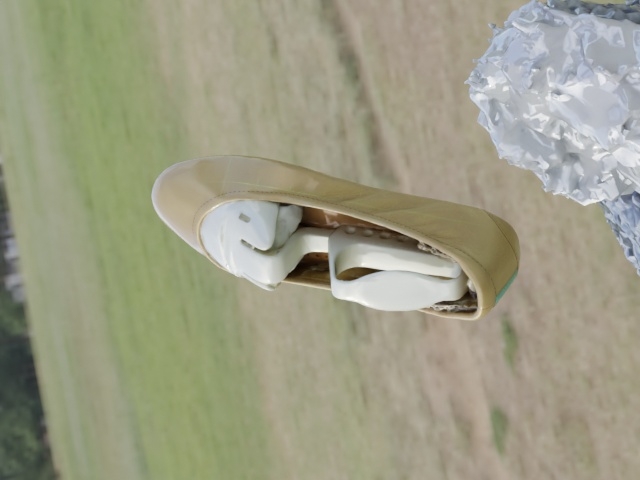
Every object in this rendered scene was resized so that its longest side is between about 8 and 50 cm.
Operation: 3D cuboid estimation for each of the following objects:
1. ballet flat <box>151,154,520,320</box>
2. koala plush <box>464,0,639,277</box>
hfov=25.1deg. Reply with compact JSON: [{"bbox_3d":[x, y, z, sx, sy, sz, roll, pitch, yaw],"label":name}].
[{"bbox_3d":[0.000,0.000,0.848,0.073,0.232,0.080,-66,-22,-49],"label":"ballet flat"},{"bbox_3d":[0.156,-0.005,0.342,0.221,0.196,0.203,37,127,25],"label":"koala plush"}]
